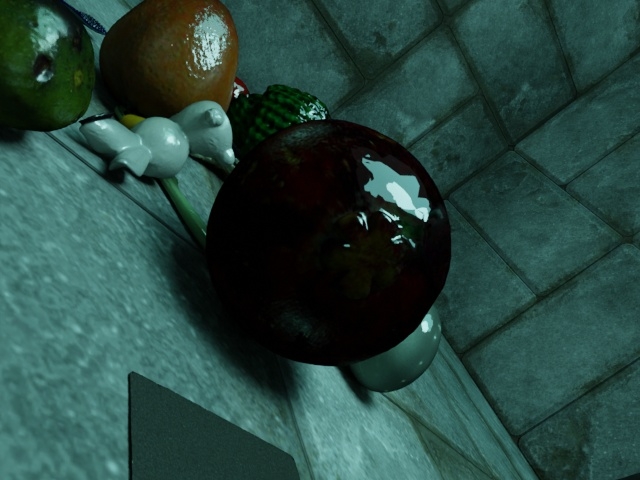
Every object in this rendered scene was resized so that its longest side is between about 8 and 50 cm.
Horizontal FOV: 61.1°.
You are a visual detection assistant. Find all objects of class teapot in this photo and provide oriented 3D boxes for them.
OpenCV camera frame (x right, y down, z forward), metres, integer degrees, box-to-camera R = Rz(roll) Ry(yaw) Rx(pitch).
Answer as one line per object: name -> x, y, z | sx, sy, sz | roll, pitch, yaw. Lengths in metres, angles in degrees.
teapot -> 0.065, 0.125, 0.886 | 0.251, 0.183, 0.183 | 37, 12, -14

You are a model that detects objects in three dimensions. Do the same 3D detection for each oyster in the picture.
oyster -> -0.200, -0.151, 1.007 | 0.106, 0.061, 0.200 | 35, -9, 48

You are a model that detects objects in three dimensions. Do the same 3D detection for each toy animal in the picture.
toy animal -> -0.208, -0.132, 0.674 | 0.131, 0.182, 0.127 | 57, -32, 10

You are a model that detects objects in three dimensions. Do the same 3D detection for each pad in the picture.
pad -> -0.065, 0.194, 0.418 | 0.211, 0.003, 0.143 | 45, 11, -37

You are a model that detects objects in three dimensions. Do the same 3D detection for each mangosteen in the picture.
mangosteen -> 0.010, 0.000, 0.658 | 0.311, 0.311, 0.311 | 51, 9, -11

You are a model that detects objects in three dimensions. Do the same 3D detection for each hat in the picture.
hat -> -0.155, -0.278, 1.303 | 0.332, 0.242, 0.274 | 29, -10, 5

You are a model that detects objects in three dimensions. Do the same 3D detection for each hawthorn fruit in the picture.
hawthorn fruit -> -0.204, -0.286, 0.806 | 0.200, 0.251, 0.199 | 29, 2, -1

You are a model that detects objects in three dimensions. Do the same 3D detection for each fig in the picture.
fig -> -0.283, -0.164, 0.469 | 0.156, 0.123, 0.123 | 14, 10, 2

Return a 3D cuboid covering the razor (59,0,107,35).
razor -> -0.414, -0.393, 0.885 | 0.154, 0.028, 0.044 | 47, 10, -22

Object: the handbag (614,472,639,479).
handbag -> 0.421, 0.496, 0.746 | 0.247, 0.341, 0.240 | 30, 42, -80

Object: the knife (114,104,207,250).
knife -> -0.206, -0.079, 0.738 | 0.293, 0.020, 0.043 | 53, 11, 14
